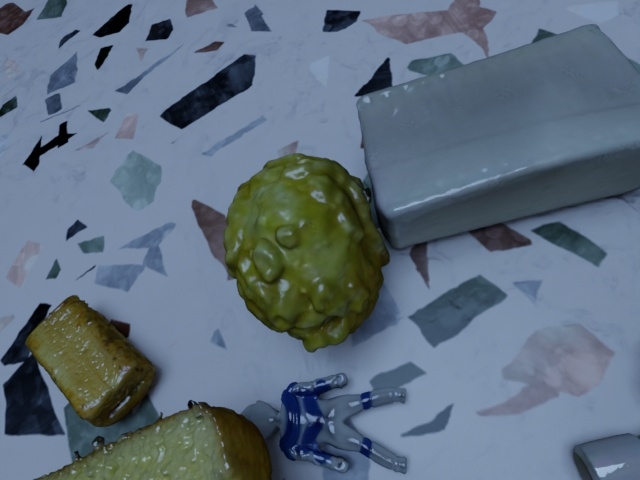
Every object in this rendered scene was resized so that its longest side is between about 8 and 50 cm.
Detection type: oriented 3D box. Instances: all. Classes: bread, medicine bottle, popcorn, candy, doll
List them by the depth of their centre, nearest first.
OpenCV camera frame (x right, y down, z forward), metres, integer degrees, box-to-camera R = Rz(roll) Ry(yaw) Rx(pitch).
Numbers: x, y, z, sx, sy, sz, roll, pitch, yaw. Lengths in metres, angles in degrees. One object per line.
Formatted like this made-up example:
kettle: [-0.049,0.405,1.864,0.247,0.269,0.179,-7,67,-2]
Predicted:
medicine bottle: [0.315,0.227,0.409,0.089,0.052,0.052,-18,62,7]
bread: [-0.163,0.312,0.432,0.340,0.179,0.194,-30,54,18]
doll: [-0.008,0.224,0.504,0.227,0.057,0.114,1,72,7]
popcorn: [0.000,0.000,0.511,0.192,0.233,0.266,-28,19,30]
candy: [0.238,-0.129,0.548,0.359,0.145,0.208,-15,61,8]
bread: [-0.347,0.178,0.605,0.211,0.083,0.114,32,72,26]
